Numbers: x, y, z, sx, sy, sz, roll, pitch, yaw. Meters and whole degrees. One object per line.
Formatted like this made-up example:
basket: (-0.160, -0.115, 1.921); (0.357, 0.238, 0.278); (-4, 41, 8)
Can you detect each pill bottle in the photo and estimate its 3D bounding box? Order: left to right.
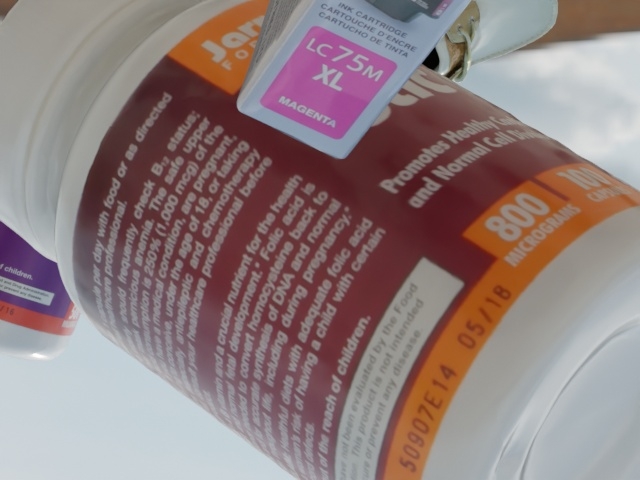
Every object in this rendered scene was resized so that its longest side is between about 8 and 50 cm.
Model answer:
pill bottle: (-0.268, -0.062, 1.851); (0.182, 0.322, 0.181); (22, -177, -1)
pill bottle: (0.000, 0.000, 1.077); (0.392, 0.224, 0.224); (33, -147, 31)

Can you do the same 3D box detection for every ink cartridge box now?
ink cartridge box: (0.070, -0.189, 0.769); (0.065, 0.311, 0.185); (24, -130, -11)

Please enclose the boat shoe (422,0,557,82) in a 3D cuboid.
boat shoe: (0.107, -0.195, 1.951); (0.302, 0.113, 0.103); (-15, -142, -17)
